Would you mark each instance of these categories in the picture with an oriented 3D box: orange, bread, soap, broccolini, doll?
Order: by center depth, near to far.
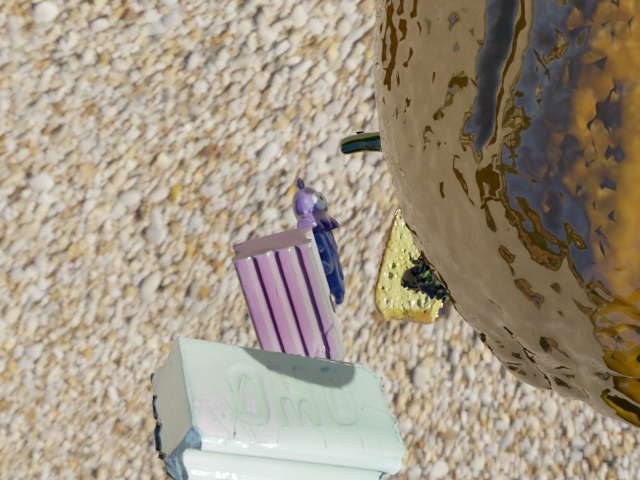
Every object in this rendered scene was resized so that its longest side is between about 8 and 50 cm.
[{"bbox_3d":[0.186,-0.090,0.566,0.322,0.322,0.356,14,97,6],"label":"orange"},{"bbox_3d":[0.082,-0.028,1.082,0.123,0.271,0.062,-43,128,-7],"label":"broccolini"},{"bbox_3d":[-0.045,0.197,1.326,0.262,0.150,0.094,11,135,-26],"label":"soap"},{"bbox_3d":[0.138,0.030,1.730,0.103,0.065,0.187,18,83,13],"label":"bread"},{"bbox_3d":[-0.045,0.088,1.750,0.122,0.065,0.203,-13,117,5],"label":"soap"},{"bbox_3d":[0.000,0.000,1.863,0.067,0.110,0.205,-19,89,14],"label":"doll"}]
